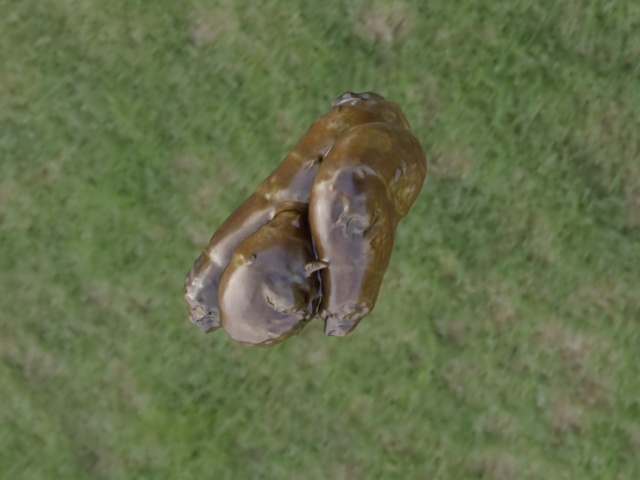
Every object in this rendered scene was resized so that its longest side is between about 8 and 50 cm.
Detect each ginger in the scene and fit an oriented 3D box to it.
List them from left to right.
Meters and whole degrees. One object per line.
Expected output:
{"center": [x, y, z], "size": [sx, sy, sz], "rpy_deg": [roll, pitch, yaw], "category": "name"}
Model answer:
{"center": [0.000, 0.000, 0.859], "size": [0.073, 0.103, 0.162], "rpy_deg": [41, 93, -21], "category": "ginger"}
